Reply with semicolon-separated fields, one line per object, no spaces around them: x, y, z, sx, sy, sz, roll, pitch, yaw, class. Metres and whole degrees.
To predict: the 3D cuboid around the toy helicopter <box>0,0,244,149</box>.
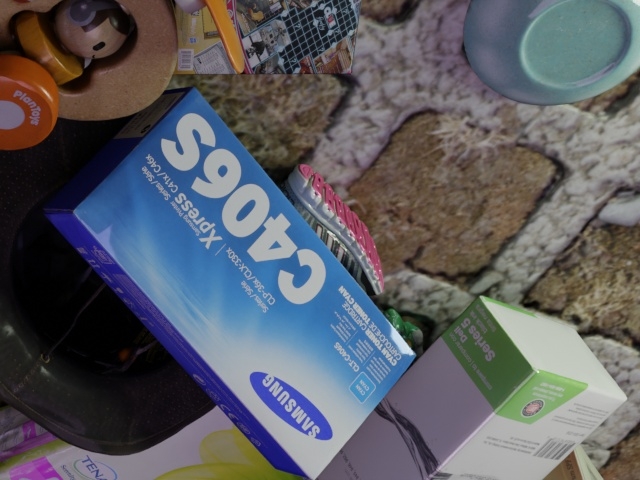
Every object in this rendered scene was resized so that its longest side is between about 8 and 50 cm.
-0.181;-0.235;1.286;0.235;0.140;0.355;-2;135;-1;toy helicopter

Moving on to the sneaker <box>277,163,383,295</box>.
0.000;0.000;1.613;0.075;0.063;0.170;-29;126;16;sneaker

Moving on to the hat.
-0.217;0.032;1.539;0.331;0.134;0.331;-1;91;-31;hat

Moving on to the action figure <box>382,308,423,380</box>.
0.073;0.154;1.765;0.137;0.063;0.232;-16;138;-12;action figure

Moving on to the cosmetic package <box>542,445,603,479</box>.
0.194;0.358;1.919;0.296;0.153;0.129;-27;130;12;cosmetic package

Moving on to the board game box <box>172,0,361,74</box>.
-0.042;-0.249;1.386;0.165;0.042;0.243;0;132;-10;board game box

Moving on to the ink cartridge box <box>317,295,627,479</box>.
0.157;0.205;1.730;0.273;0.115;0.198;-47;144;18;ink cartridge box

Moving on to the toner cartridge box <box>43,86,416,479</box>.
-0.076;0.042;1.505;0.165;0.075;0.348;-48;113;-20;toner cartridge box

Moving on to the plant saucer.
0.229;-0.190;1.495;0.195;0.037;0.195;-5;133;-5;plant saucer

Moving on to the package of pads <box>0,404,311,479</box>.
-0.185;0.227;1.763;0.296;0.101;0.229;-21;134;8;package of pads
